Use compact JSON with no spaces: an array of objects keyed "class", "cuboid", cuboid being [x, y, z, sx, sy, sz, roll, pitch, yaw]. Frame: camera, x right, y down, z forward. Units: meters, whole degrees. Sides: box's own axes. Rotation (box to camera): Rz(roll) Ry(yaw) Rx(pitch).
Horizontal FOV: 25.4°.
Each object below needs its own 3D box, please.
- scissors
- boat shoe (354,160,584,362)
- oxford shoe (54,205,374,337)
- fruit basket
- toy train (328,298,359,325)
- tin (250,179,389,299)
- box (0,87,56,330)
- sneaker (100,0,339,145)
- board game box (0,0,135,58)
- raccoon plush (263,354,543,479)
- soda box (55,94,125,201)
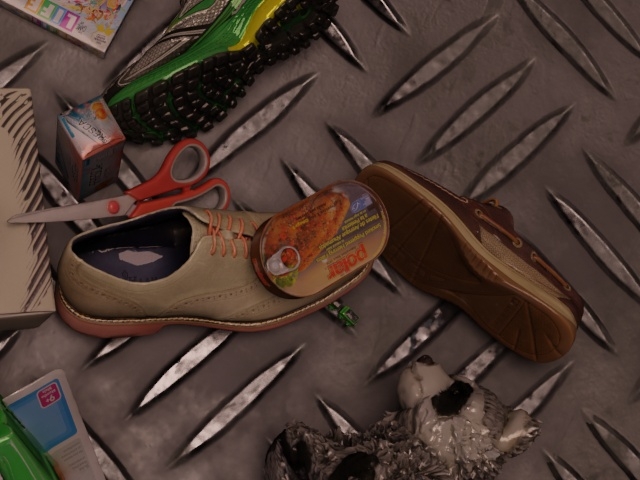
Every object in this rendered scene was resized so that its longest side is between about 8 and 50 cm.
[{"class":"scissors","cuboid":[-0.231,-0.033,1.702,0.297,0.021,0.109,-28,109,-36]},{"class":"boat shoe","cuboid":[0.194,0.009,1.811,0.342,0.123,0.123,37,42,3]},{"class":"oxford shoe","cuboid":[-0.116,0.025,1.696,0.397,0.146,0.140,-11,63,-16]},{"class":"fruit basket","cuboid":[-0.370,0.340,1.516,0.327,0.165,0.353,-24,122,-17]},{"class":"toy train","cuboid":[0.016,0.076,1.789,0.083,0.024,0.017,44,72,0]},{"class":"tin","cuboid":[0.000,0.000,1.687,0.190,0.040,0.106,-29,90,-32]},{"class":"box","cuboid":[-0.381,-0.035,1.678,0.094,0.113,0.275,-4,79,-23]},{"class":"sneaker","cuboid":[-0.142,-0.250,1.794,0.343,0.134,0.146,-38,62,-14]},{"class":"board game box","cuboid":[-0.320,-0.311,1.804,0.154,0.026,0.103,26,73,-5]},{"class":"raccoon plush","cuboid":[0.099,0.363,1.701,0.299,0.216,0.446,-4,107,-27]},{"class":"soda box","cuboid":[-0.275,-0.107,1.684,0.058,0.183,0.063,-28,83,-17]}]
